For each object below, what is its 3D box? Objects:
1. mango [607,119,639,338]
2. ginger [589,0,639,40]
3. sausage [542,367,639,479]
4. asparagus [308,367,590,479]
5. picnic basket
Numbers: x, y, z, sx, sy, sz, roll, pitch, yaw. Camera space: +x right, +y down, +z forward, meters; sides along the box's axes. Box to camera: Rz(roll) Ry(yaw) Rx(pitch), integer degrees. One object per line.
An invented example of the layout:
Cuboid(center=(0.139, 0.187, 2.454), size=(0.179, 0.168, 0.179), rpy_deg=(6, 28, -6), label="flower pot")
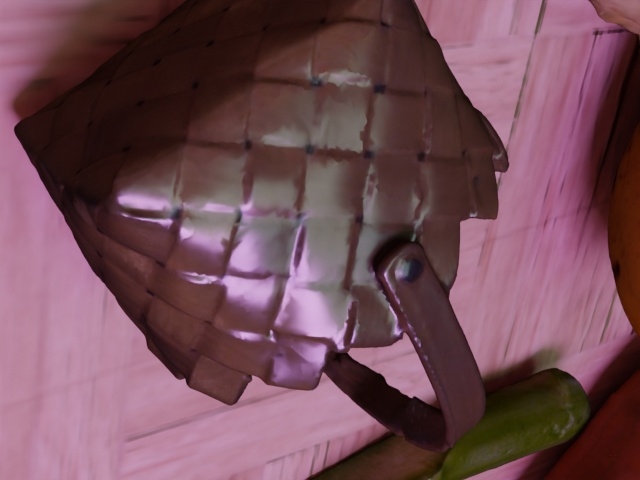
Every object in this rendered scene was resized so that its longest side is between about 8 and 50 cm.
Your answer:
Cuboid(center=(0.243, -0.067, 0.570), size=(0.191, 0.160, 0.290), rpy_deg=(-10, 121, -61), label="mango")
Cuboid(center=(0.160, -0.172, 0.475), size=(0.123, 0.115, 0.193), rpy_deg=(23, 88, -32), label="ginger")
Cuboid(center=(0.207, 0.153, 0.711), size=(0.258, 0.133, 0.133), rpy_deg=(-48, 138, -7), label="sausage")
Cuboid(center=(0.067, 0.106, 0.615), size=(0.178, 0.041, 0.045), rpy_deg=(-13, 169, -37), label="asparagus")
Cuboid(center=(0.000, 0.000, 0.412), size=(0.138, 0.128, 0.178), rpy_deg=(-39, 119, -13), label="picnic basket")
